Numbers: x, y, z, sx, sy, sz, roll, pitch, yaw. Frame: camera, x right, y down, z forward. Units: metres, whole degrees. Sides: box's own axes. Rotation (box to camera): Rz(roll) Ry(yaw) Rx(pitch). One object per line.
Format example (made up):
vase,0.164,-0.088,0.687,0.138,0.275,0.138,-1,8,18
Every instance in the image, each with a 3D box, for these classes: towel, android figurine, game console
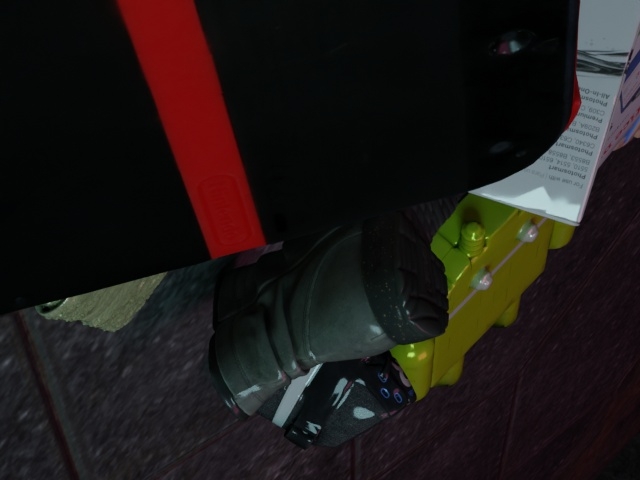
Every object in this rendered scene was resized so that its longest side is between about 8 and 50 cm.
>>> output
towel,-0.100,-0.013,1.045,0.148,0.027,0.110,-54,161,3
android figurine,0.142,0.030,1.617,0.248,0.056,0.273,-43,160,-22
game console,-0.054,-0.096,0.752,0.342,0.060,0.386,-14,154,-1

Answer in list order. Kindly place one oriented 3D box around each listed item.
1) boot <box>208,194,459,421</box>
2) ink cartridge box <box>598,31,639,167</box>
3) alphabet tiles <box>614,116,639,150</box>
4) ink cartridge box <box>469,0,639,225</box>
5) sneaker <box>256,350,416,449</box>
boot,0.000,0.000,1.195,0.161,0.083,0.246,-23,-148,23
ink cartridge box,0.182,-0.127,1.374,0.154,0.093,0.212,-50,162,-8
alphabet tiles,0.329,-0.200,1.676,0.284,0.021,0.278,-25,147,-52
ink cartridge box,0.150,-0.127,1.167,0.148,0.086,0.203,-75,-179,-78
sneaker,0.040,0.055,1.310,0.217,0.121,0.079,-50,-176,6
